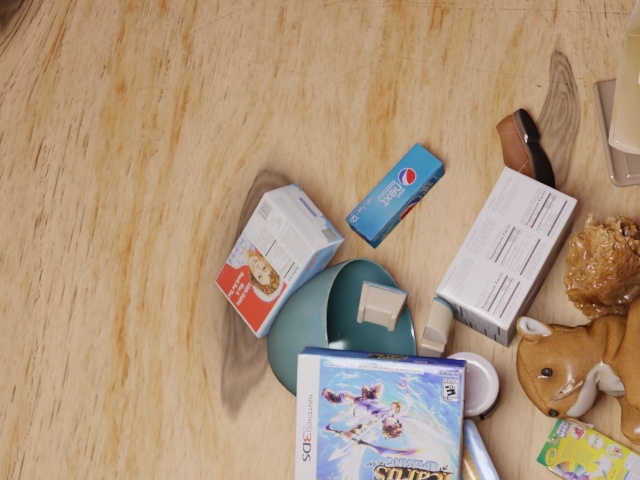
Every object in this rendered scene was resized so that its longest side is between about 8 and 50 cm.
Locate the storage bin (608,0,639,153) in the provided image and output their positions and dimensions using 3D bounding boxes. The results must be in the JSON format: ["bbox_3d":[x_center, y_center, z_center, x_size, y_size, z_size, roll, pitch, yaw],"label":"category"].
[{"bbox_3d":[0.613,-0.313,1.758,0.123,0.262,0.260,10,74,8],"label":"storage bin"}]

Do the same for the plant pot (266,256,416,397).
[{"bbox_3d":[0.018,0.190,1.791,0.195,0.290,0.290,-14,70,35],"label":"plant pot"}]

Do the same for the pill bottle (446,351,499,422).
[{"bbox_3d":[0.263,0.266,1.742,0.112,0.186,0.112,-3,74,10],"label":"pill bottle"}]

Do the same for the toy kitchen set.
[{"bbox_3d":[0.148,0.155,1.764,0.166,0.207,0.122,14,50,8],"label":"toy kitchen set"}]

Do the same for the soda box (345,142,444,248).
[{"bbox_3d":[0.148,-0.087,1.932,0.071,0.067,0.210,42,86,19],"label":"soda box"}]

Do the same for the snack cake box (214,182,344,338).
[{"bbox_3d":[-0.082,0.041,1.850,0.152,0.089,0.264,49,132,18],"label":"snack cake box"}]

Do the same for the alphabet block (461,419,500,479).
[{"bbox_3d":[0.218,0.437,1.698,0.193,0.197,0.192,-23,70,4],"label":"alphabet block"}]

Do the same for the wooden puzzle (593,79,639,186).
[{"bbox_3d":[0.658,-0.218,1.883,0.239,0.044,0.220,-6,72,5],"label":"wooden puzzle"}]

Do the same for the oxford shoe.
[{"bbox_3d":[0.400,-0.145,1.908,0.076,0.076,0.212,-27,70,35],"label":"oxford shoe"}]

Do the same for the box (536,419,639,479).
[{"bbox_3d":[0.484,0.395,1.738,0.179,0.043,0.105,29,82,15],"label":"box"}]

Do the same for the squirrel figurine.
[{"bbox_3d":[0.530,0.158,1.716,0.371,0.281,0.397,-7,58,20],"label":"squirrel figurine"}]

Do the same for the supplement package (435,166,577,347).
[{"bbox_3d":[0.338,0.035,1.785,0.145,0.204,0.261,28,81,17],"label":"supplement package"}]

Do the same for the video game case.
[{"bbox_3d":[0.094,0.306,1.580,0.270,0.061,0.244,3,98,13],"label":"video game case"}]
